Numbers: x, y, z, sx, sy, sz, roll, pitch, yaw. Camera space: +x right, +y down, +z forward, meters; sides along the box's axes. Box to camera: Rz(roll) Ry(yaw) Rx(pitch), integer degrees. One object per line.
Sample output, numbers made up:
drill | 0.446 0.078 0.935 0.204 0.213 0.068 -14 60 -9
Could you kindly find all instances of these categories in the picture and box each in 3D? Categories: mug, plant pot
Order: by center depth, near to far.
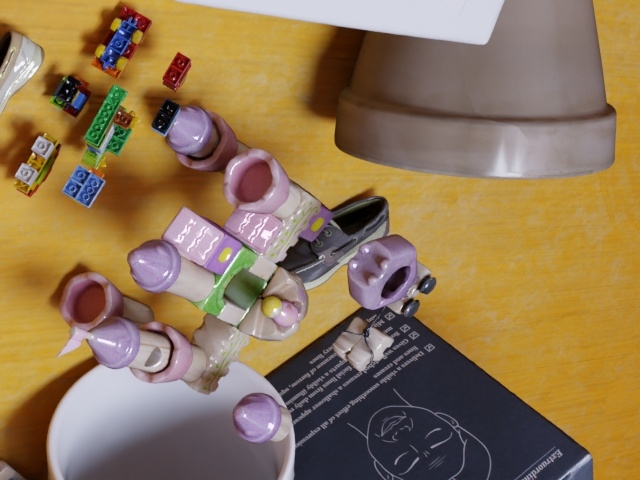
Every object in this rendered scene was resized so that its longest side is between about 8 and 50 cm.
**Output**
plant pot | 0.184 -0.235 1.684 0.323 0.323 0.280 -8 108 -42
mug | -0.181 0.365 1.722 0.374 0.276 0.328 -78 175 -45

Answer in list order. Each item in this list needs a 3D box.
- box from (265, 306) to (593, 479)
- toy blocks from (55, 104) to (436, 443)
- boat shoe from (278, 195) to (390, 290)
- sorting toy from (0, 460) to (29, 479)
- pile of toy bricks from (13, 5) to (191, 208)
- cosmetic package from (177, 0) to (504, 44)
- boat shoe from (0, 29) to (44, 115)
box | 0.112 0.309 1.925 0.293 0.395 0.212 -34 138 -21
toy blocks | -0.108 0.036 1.545 0.289 0.309 0.260 -55 153 2
boat shoe | 0.001 0.000 1.835 0.223 0.080 0.073 -23 128 -39
sorting toy | -0.367 0.336 1.713 0.132 0.046 0.274 -46 151 -11
pile of toy bricks | -0.214 -0.119 1.520 0.212 0.118 0.105 -60 -179 -7
cosmetic package | -0.026 -0.394 1.295 0.393 0.327 0.329 0 119 -46
boat shoe | -0.321 -0.143 1.423 0.135 0.050 0.045 -53 131 -4
